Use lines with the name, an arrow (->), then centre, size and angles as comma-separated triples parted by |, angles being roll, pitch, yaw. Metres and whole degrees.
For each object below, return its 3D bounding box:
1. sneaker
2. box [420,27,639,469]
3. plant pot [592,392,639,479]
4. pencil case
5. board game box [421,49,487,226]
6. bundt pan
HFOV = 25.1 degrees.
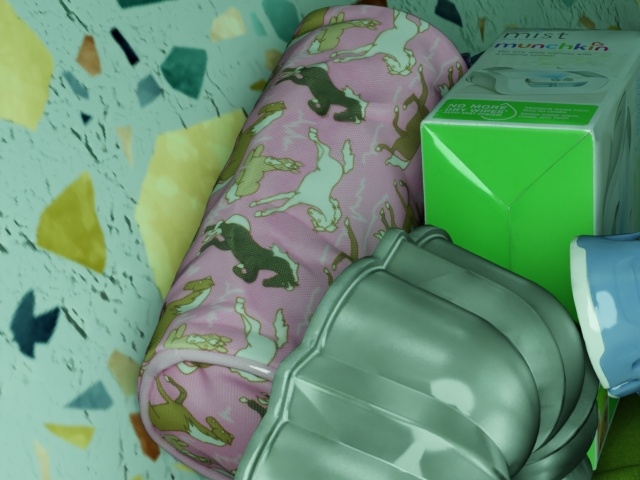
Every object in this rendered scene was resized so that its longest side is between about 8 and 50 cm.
sneaker -> 0.292, 0.049, 0.943 | 0.315, 0.182, 0.127 | 17, 64, -64
box -> 0.167, -0.003, 1.079 | 0.231, 0.126, 0.262 | -46, 137, -58
plant pot -> 0.312, 0.255, 1.160 | 0.366, 0.366, 0.353 | 56, 29, -16
pencil case -> 0.000, 0.000, 1.023 | 0.167, 0.160, 0.386 | 18, 49, 6
board game box -> 0.155, -0.036, 1.308 | 0.165, 0.042, 0.243 | 48, 43, -25
bundt pan -> 0.071, 0.163, 0.857 | 0.331, 0.124, 0.331 | -41, 140, -47
